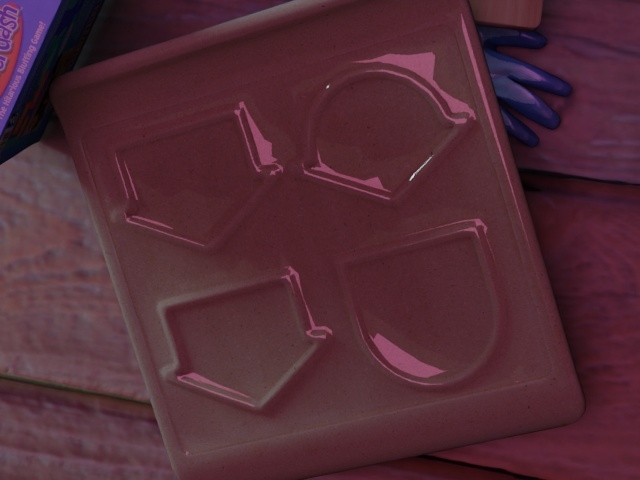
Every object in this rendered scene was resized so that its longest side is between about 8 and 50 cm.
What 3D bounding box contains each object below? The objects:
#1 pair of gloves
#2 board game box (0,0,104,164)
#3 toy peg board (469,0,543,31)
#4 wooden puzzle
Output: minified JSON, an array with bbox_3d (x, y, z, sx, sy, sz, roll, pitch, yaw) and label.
[{"bbox_3d":[0.084,-0.082,1.229,0.159,0.023,0.198,31,100,14],"label":"pair of gloves"},{"bbox_3d":[-0.213,-0.139,1.211,0.047,0.210,0.160,26,99,-3],"label":"board game box"},{"bbox_3d":[0.083,-0.234,1.195,0.161,0.079,0.161,7,86,0],"label":"toy peg board"},{"bbox_3d":[0.000,0.000,1.209,0.322,0.080,0.347,-14,102,21],"label":"wooden puzzle"}]
